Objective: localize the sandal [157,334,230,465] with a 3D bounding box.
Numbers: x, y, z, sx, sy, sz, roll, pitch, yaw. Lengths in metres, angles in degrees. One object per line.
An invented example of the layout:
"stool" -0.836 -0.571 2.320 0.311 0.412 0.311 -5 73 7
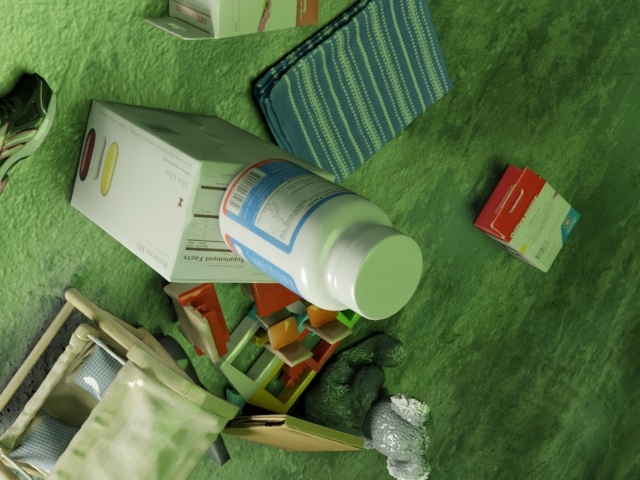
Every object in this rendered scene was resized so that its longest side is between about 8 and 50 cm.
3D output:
"sandal" -0.177 0.244 1.459 0.054 0.097 0.254 -33 129 -25

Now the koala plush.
"koala plush" 0.107 0.302 1.650 0.203 0.221 0.196 -17 122 -34

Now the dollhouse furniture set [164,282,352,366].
"dollhouse furniture set" -0.079 0.070 1.402 0.259 0.135 0.262 -27 119 -23

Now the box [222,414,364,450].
"box" -0.053 0.314 1.570 0.201 0.164 0.021 27 61 -46

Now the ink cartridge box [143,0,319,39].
"ink cartridge box" -0.112 -0.305 1.218 0.198 0.115 0.067 -18 123 -35

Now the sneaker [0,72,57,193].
"sneaker" -0.376 -0.119 1.113 0.077 0.072 0.178 36 85 -48

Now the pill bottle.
"pill bottle" 0.000 0.000 1.024 0.124 0.221 0.124 -19 123 -33

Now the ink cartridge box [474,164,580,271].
"ink cartridge box" 0.378 -0.048 1.809 0.231 0.078 0.134 33 88 -46

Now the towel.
"towel" 0.063 -0.229 1.467 0.336 0.040 0.243 -41 134 -18

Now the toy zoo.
"toy zoo" -0.054 0.161 1.572 0.293 0.030 0.192 -52 135 -7

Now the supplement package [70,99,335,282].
"supplement package" -0.152 -0.062 1.204 0.204 0.262 0.145 2 109 -41

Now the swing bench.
"swing bench" -0.286 0.241 1.250 0.253 0.254 0.165 -56 135 -4
